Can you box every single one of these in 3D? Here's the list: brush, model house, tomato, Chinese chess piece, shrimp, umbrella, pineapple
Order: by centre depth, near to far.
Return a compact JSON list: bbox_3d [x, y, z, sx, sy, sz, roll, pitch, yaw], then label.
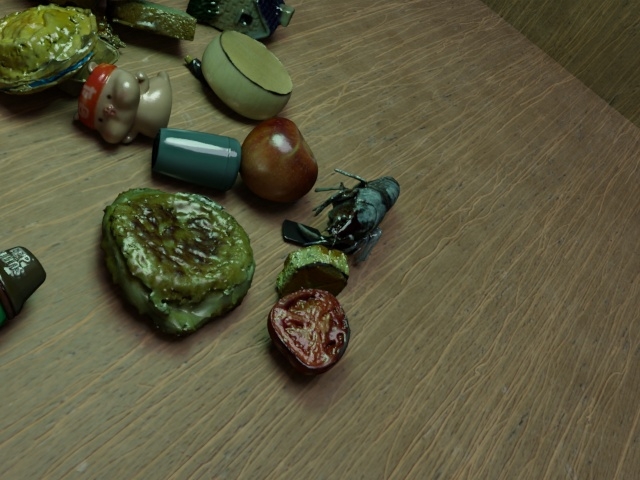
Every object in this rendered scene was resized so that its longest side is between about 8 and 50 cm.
[{"bbox_3d":[-0.021,0.184,1.322,0.174,0.082,0.166,-27,68,-42],"label":"tomato"},{"bbox_3d":[0.000,0.000,1.560,0.193,0.016,0.063,17,45,-19],"label":"brush"},{"bbox_3d":[0.087,-0.072,1.568,0.410,0.166,0.221,-34,102,-46],"label":"shrimp"},{"bbox_3d":[-0.537,-0.495,1.655,0.114,0.077,0.114,25,75,-27],"label":"pineapple"},{"bbox_3d":[-0.187,-0.429,1.747,0.250,0.103,0.250,31,35,-25],"label":"Chinese chess piece"},{"bbox_3d":[-0.298,-0.429,1.754,0.144,0.037,0.040,46,56,8],"label":"umbrella"},{"bbox_3d":[-0.191,-0.736,1.916,0.284,0.298,0.243,24,42,-12],"label":"model house"}]

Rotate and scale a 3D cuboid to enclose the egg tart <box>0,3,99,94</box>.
[{"bbox_3d":[-0.603,-0.416,1.408,0.291,0.107,0.291,-8,49,9],"label":"egg tart"}]

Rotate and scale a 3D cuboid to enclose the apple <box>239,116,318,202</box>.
[{"bbox_3d":[-0.101,-0.179,1.543,0.201,0.162,0.201,60,8,-14],"label":"apple"}]

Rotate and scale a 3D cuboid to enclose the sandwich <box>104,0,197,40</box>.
[{"bbox_3d":[-0.438,-0.576,1.732,0.214,0.065,0.186,8,21,-26],"label":"sandwich"}]

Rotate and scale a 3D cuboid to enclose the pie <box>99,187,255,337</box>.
[{"bbox_3d":[-0.277,0.019,1.299,0.288,0.103,0.355,-3,51,-42],"label":"pie"}]

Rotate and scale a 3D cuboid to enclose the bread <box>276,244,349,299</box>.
[{"bbox_3d":[-0.018,0.075,1.386,0.128,0.140,0.069,20,35,-23],"label":"bread"}]

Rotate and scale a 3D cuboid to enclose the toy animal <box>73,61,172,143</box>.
[{"bbox_3d":[-0.426,-0.300,1.463,0.197,0.171,0.171,0,51,-36],"label":"toy animal"}]

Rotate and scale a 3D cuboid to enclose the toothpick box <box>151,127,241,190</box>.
[{"bbox_3d":[-0.276,-0.181,1.477,0.184,0.120,0.120,9,47,-21],"label":"toothpick box"}]

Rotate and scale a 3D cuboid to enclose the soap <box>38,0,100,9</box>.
[{"bbox_3d":[-0.652,-0.716,1.714,0.259,0.143,0.281,15,41,-7],"label":"soap"}]

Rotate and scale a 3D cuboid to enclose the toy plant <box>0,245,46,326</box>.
[{"bbox_3d":[-0.542,0.086,1.066,0.143,0.105,0.200,38,52,16],"label":"toy plant"}]

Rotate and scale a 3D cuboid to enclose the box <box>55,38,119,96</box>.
[{"bbox_3d":[-0.537,-0.403,1.526,0.111,0.111,0.177,30,41,-5],"label":"box"}]
